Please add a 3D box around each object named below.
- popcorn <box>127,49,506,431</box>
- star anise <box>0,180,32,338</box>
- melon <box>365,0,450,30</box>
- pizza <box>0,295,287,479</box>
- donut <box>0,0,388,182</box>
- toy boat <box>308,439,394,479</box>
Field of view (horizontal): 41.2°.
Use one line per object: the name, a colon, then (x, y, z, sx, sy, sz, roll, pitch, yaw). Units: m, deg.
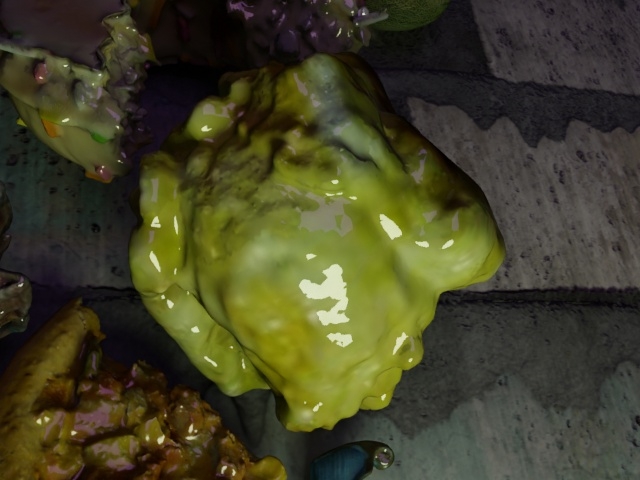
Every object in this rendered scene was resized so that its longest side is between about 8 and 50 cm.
popcorn: (-0.016, 0.003, 0.745, 0.312, 0.312, 0.312, 10, 57, -15)
star anise: (-0.339, 0.054, 0.703, 0.223, 0.109, 0.236, 19, 67, 19)
melon: (0.077, -0.340, 1.082, 0.192, 0.139, 0.139, 19, 55, -8)
pizza: (-0.184, 0.194, 0.657, 0.258, 0.087, 0.268, 36, 41, 7)
donut: (-0.156, -0.205, 0.863, 0.371, 0.150, 0.307, -26, 51, -31)
toy boat: (0.028, 0.260, 0.732, 0.077, 0.075, 0.185, 9, 53, -12)
